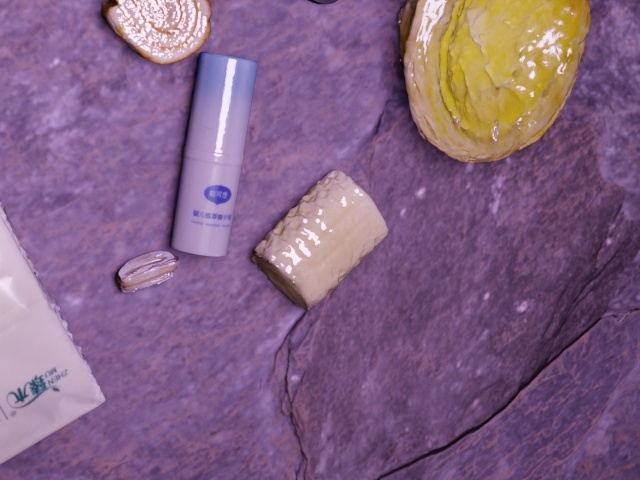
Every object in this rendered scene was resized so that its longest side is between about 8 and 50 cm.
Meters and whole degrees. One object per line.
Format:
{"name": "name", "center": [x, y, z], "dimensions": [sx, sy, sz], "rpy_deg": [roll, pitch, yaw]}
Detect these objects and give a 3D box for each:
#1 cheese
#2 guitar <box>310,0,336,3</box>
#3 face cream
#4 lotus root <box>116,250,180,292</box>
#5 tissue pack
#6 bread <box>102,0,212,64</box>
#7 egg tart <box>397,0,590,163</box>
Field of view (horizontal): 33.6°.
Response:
{"name": "cheese", "center": [0.000, 0.000, 1.427], "dimensions": [0.167, 0.094, 0.123], "rpy_deg": [-45, 106, -15]}
{"name": "guitar", "center": [0.024, -0.422, 1.382], "dimensions": [0.088, 0.025, 0.233], "rpy_deg": [23, 91, -27]}
{"name": "face cream", "center": [-0.135, -0.109, 1.343], "dimensions": [0.077, 0.077, 0.250], "rpy_deg": [5, 99, -27]}
{"name": "lotus root", "center": [-0.222, 0.038, 1.360], "dimensions": [0.083, 0.030, 0.037], "rpy_deg": [-19, 138, -18]}
{"name": "tissue pack", "center": [-0.472, 0.133, 1.159], "dimensions": [0.380, 0.207, 0.297], "rpy_deg": [-31, 112, -17]}
{"name": "bread", "center": [-0.200, -0.285, 1.276], "dimensions": [0.122, 0.073, 0.149], "rpy_deg": [-43, 115, -9]}
{"name": "egg tart", "center": [0.224, -0.280, 1.434], "dimensions": [0.345, 0.132, 0.345], "rpy_deg": [-14, 117, -30]}
